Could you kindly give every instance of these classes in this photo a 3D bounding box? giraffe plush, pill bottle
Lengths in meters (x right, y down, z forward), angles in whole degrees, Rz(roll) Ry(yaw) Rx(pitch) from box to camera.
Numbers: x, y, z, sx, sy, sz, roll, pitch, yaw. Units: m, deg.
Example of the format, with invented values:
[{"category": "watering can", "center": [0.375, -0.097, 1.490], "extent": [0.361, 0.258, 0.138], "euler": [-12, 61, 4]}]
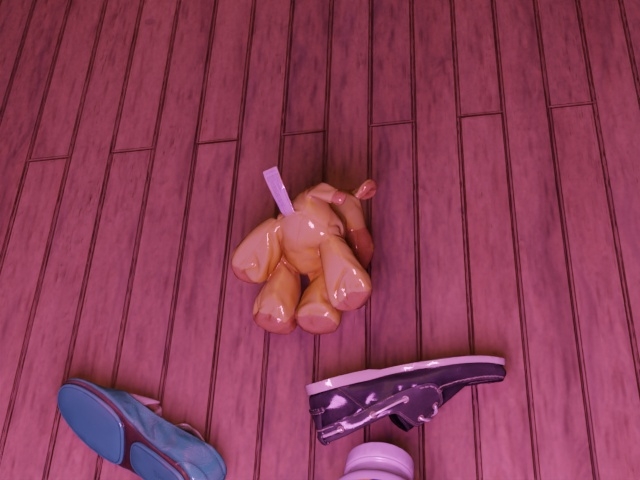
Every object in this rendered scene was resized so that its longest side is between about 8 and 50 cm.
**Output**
[{"category": "giraffe plush", "center": [0.000, 0.000, 1.886], "extent": [0.181, 0.210, 0.170], "euler": [-4, 9, 24]}, {"category": "pill bottle", "center": [0.052, 0.302, 1.571], "extent": [0.103, 0.103, 0.184], "euler": [-2, 44, 11]}]

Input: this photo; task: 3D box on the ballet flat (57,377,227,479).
[{"category": "ballet flat", "center": [-0.198, 0.226, 1.743], "extent": [0.087, 0.083, 0.247], "euler": [-17, 36, -43]}]

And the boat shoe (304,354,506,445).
[{"category": "boat shoe", "center": [0.102, 0.177, 1.732], "extent": [0.233, 0.084, 0.079], "euler": [-11, 80, -9]}]
